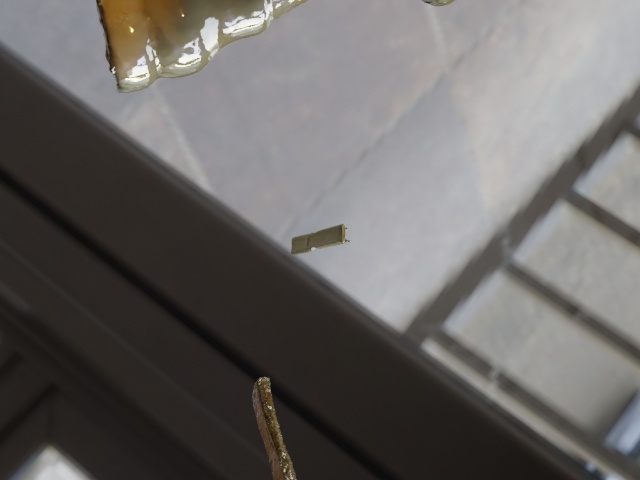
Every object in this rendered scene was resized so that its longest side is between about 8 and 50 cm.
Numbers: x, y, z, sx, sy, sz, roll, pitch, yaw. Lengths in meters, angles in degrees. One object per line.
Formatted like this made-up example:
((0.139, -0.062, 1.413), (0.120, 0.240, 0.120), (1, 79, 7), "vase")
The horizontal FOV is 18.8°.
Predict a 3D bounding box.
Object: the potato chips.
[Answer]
((-0.038, 0.222, 1.974), (0.037, 0.204, 0.026), (11, 131, -35), "potato chips")

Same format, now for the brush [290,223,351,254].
((0.000, 0.000, 1.587), (0.013, 0.084, 0.016), (8, 78, -31), "brush")

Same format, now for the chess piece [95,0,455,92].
((0.069, -0.178, 1.038), (0.397, 0.117, 0.117), (-13, 137, -6), "chess piece")
